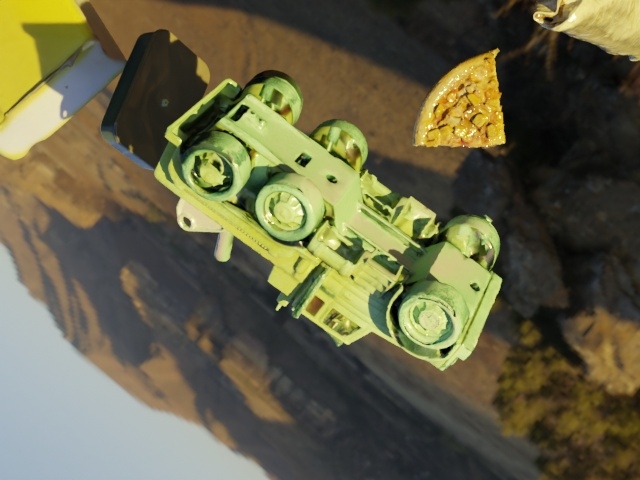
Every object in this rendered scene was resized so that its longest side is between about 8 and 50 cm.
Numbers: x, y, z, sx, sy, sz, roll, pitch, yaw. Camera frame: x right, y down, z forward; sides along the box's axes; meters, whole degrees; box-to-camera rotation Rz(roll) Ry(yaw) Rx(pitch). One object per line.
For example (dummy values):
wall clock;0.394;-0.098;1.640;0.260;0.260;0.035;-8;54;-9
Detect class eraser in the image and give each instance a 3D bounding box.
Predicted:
eraser;-0.308;-0.208;1.099;0.226;0.158;0.069;55;-172;29

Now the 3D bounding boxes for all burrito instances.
burrito;0.289;-0.229;1.110;0.059;0.082;0.275;49;-151;23

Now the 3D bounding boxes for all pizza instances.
pizza;0.209;-0.180;1.542;0.131;0.178;0.041;53;-173;0

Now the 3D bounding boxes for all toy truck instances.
toy truck;0.004;0.000;0.807;0.259;0.128;0.135;32;127;3

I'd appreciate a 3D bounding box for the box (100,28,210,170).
box;-0.162;-0.136;1.065;0.031;0.126;0.091;9;162;36
